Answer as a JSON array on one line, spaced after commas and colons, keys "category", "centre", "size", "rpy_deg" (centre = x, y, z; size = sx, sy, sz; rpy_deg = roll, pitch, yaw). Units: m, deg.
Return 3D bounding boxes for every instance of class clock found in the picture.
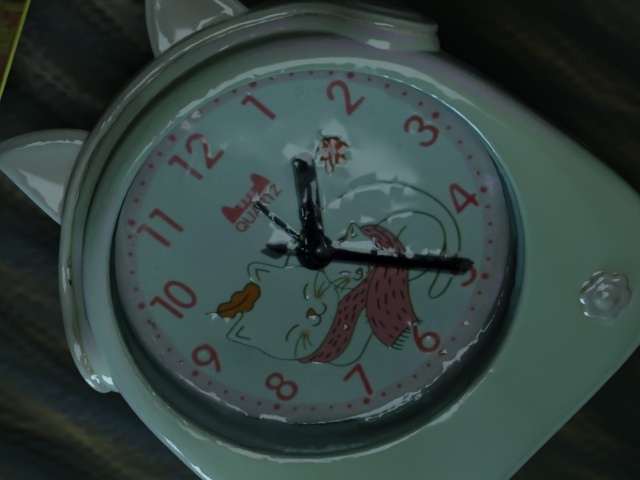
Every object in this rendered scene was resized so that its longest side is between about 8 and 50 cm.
[{"category": "clock", "centre": [0.000, 0.000, 0.742], "size": [0.324, 0.108, 0.265], "rpy_deg": [40, 103, -19]}]

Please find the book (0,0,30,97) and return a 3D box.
[{"category": "book", "centre": [-0.248, -0.185, 0.638], "size": [0.262, 0.028, 0.374], "rpy_deg": [17, 123, -14]}]
